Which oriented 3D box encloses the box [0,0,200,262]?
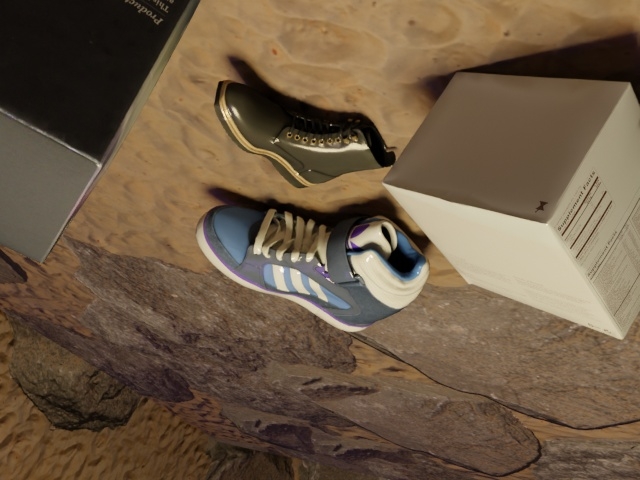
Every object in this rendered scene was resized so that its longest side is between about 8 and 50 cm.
[{"bbox_3d":[-0.248,-0.170,0.657,0.183,0.293,0.296,30,152,-18],"label":"box"}]

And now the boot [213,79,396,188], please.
[{"bbox_3d":[-0.014,-0.134,0.824,0.137,0.076,0.198,-6,156,34],"label":"boot"}]

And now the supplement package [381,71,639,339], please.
[{"bbox_3d":[0.211,-0.039,0.693,0.194,0.149,0.203,21,162,48],"label":"supplement package"}]

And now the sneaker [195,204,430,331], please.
[{"bbox_3d":[0.000,0.001,1.017,0.323,0.130,0.236,31,142,-10],"label":"sneaker"}]
